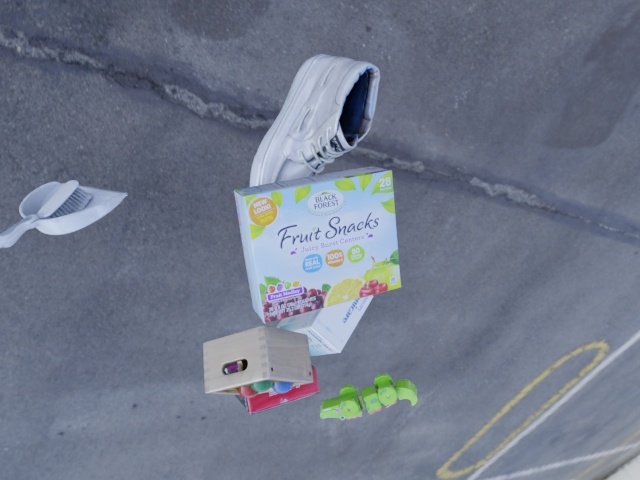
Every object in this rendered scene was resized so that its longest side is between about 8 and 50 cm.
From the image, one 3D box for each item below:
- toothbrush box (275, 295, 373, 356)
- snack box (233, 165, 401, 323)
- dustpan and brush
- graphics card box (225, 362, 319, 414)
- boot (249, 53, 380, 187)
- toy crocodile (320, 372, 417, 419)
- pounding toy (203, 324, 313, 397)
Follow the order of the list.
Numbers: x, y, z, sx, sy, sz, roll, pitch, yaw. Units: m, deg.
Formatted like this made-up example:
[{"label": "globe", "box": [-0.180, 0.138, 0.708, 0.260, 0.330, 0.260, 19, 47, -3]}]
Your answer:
[{"label": "toothbrush box", "box": [-0.001, 0.241, 1.593, 0.126, 0.296, 0.216, 43, 60, -13]}, {"label": "snack box", "box": [0.000, 0.000, 0.695, 0.207, 0.070, 0.174, -12, 107, -20]}, {"label": "dustpan and brush", "box": [-0.424, -0.040, 0.790, 0.147, 0.211, 0.060, 10, 137, 16]}, {"label": "graphics card box", "box": [-0.184, 0.447, 1.691, 0.233, 0.371, 0.094, -11, 95, -23]}, {"label": "boot", "box": [-0.008, -0.138, 0.713, 0.095, 0.123, 0.258, 16, 96, -43]}, {"label": "toy crocodile", "box": [0.162, 0.545, 1.731, 0.341, 0.115, 0.105, -18, 101, 0]}, {"label": "pounding toy", "box": [-0.104, 0.224, 0.873, 0.181, 0.094, 0.206, -20, 154, 25]}]
